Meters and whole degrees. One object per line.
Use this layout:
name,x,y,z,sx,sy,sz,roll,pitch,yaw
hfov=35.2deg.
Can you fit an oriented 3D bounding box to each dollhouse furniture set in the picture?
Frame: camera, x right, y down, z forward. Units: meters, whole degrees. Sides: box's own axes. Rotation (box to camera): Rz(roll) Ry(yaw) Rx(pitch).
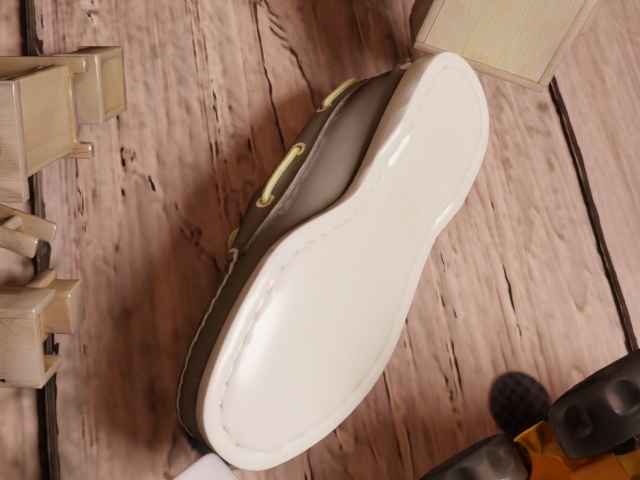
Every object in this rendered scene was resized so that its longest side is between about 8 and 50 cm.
dollhouse furniture set,0.133,-0.246,0.708,0.212,0.161,0.242,16,38,-13
dollhouse furniture set,-0.181,-0.022,0.572,0.101,0.182,0.161,1,106,5

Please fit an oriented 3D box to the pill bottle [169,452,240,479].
pill bottle,0.011,0.260,0.418,0.334,0.188,0.188,47,57,8

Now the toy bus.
toy bus,0.175,0.140,0.569,0.149,0.220,0.211,58,26,6

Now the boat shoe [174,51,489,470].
boat shoe,0.002,0.003,0.608,0.109,0.091,0.305,56,52,-31
